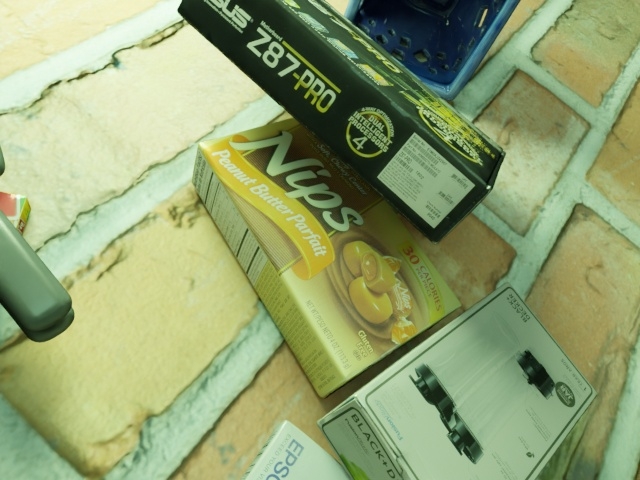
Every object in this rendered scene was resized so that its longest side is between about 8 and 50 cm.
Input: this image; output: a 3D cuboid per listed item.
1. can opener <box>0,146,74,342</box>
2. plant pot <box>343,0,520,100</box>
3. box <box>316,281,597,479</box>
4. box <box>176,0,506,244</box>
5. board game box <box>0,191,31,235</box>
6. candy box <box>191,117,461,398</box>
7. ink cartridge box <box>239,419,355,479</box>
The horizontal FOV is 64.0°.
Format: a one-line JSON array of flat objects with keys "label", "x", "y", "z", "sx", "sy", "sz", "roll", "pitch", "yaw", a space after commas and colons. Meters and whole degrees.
[{"label": "can opener", "x": -0.319, "y": -0.037, "z": 0.498, "sx": 0.283, "sy": 0.076, "sz": 0.095, "roll": 48, "pitch": 57, "yaw": 7}, {"label": "plant pot", "x": 0.180, "y": -0.417, "z": 0.848, "sx": 0.235, "sy": 0.236, "sz": 0.212, "roll": 22, "pitch": 50, "yaw": -7}, {"label": "box", "x": 0.157, "y": 0.179, "z": 0.552, "sx": 0.290, "sy": 0.087, "sz": 0.169, "roll": -25, "pitch": 72, "yaw": -40}, {"label": "box", "x": 0.058, "y": -0.191, "z": 0.672, "sx": 0.395, "sy": 0.097, "sz": 0.318, "roll": 43, "pitch": 24, "yaw": 7}, {"label": "board game box", "x": -0.444, "y": -0.010, "z": 0.502, "sx": 0.259, "sy": 0.039, "sz": 0.124, "roll": 8, "pitch": 60, "yaw": -13}, {"label": "candy box", "x": 0.000, "y": 0.000, "z": 0.622, "sx": 0.183, "sy": 0.087, "sz": 0.316, "roll": -24, "pitch": 71, "yaw": -31}, {"label": "ink cartridge box", "x": -0.012, "y": 0.323, "z": 0.461, "sx": 0.224, "sy": 0.045, "sz": 0.223, "roll": 38, "pitch": 56, "yaw": 3}]
